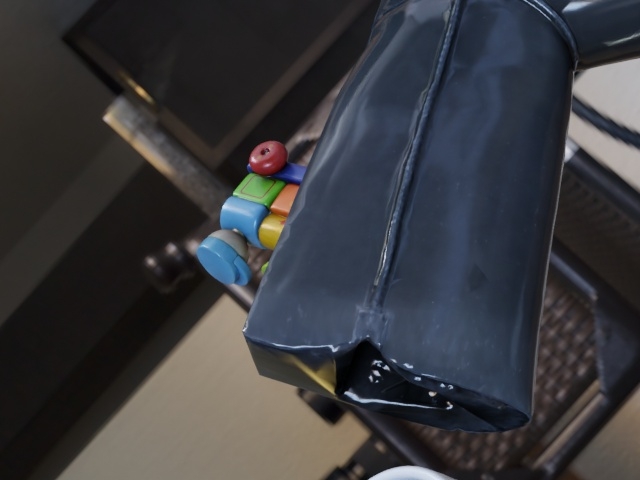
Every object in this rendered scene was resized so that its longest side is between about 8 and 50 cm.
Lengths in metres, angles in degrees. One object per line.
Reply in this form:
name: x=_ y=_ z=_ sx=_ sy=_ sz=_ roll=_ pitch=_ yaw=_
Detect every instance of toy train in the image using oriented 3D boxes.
toy train: x=0.000 y=0.000 z=1.149 sx=0.248 sy=0.143 sz=0.105 roll=18 pitch=148 yaw=37

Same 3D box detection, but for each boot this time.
boot: x=0.171 y=-0.069 z=0.863 sx=0.366 sy=0.445 sz=0.146 roll=4 pitch=145 yaw=25

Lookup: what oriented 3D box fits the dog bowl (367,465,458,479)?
dog bowl: x=0.083 y=0.329 z=0.952 sx=0.104 sy=0.265 sz=0.265 roll=25 pitch=-172 yaw=-28
